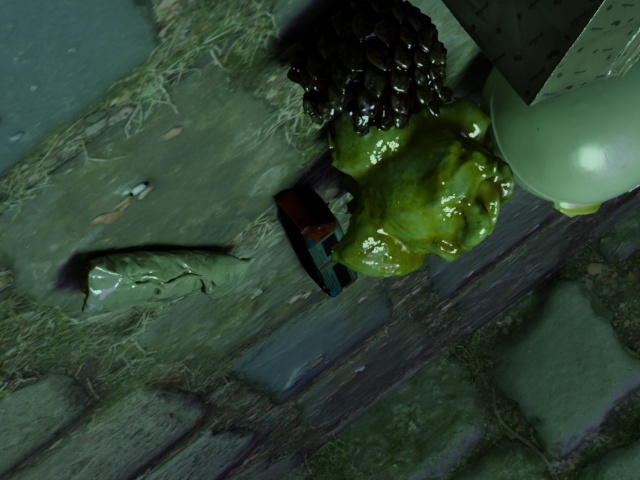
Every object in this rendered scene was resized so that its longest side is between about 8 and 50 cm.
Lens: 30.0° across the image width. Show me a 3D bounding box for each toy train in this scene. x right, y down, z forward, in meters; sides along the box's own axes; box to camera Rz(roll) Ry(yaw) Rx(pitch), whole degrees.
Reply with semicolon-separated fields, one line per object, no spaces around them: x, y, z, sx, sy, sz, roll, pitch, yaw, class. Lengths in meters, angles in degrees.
0.000;0.000;2.137;0.089;0.086;0.409;-36;161;-5;toy train

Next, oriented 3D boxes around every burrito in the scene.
-0.245;0.064;1.870;0.117;0.076;0.392;-45;160;24;burrito

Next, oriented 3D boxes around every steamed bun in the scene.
0.453;-0.232;2.018;0.374;0.334;0.334;-33;161;-9;steamed bun

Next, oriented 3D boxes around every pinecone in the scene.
0.066;-0.225;1.578;0.205;0.184;0.179;-31;144;9;pinecone

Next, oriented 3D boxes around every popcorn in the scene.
0.155;-0.068;1.941;0.325;0.290;0.321;-53;160;-25;popcorn

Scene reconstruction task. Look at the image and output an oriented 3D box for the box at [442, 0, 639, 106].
0.278;-0.354;1.467;0.190;0.297;0.225;-23;157;-35;box
